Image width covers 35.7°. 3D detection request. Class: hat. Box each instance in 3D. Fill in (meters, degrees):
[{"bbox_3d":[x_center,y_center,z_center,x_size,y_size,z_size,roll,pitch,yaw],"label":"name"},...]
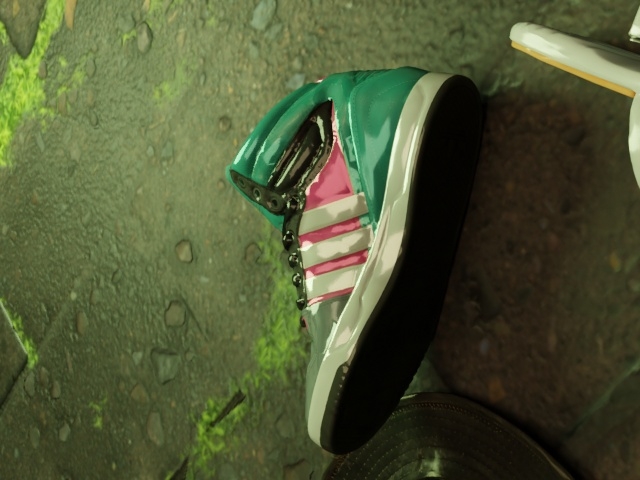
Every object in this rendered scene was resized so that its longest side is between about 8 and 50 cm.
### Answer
[{"bbox_3d":[0.074,0.278,0.713,0.331,0.134,0.331,1,91,43],"label":"hat"}]

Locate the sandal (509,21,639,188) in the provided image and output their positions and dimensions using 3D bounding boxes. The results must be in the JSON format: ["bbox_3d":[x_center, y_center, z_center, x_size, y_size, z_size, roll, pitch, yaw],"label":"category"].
[{"bbox_3d":[0.214,-0.063,0.601,0.265,0.102,0.076,36,117,46],"label":"sandal"}]

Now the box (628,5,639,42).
[{"bbox_3d":[0.301,-0.214,0.515,0.169,0.087,0.290,31,111,38],"label":"box"}]

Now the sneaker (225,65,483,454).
[{"bbox_3d":[0.000,0.000,0.774,0.178,0.124,0.296,21,97,36],"label":"sneaker"}]
